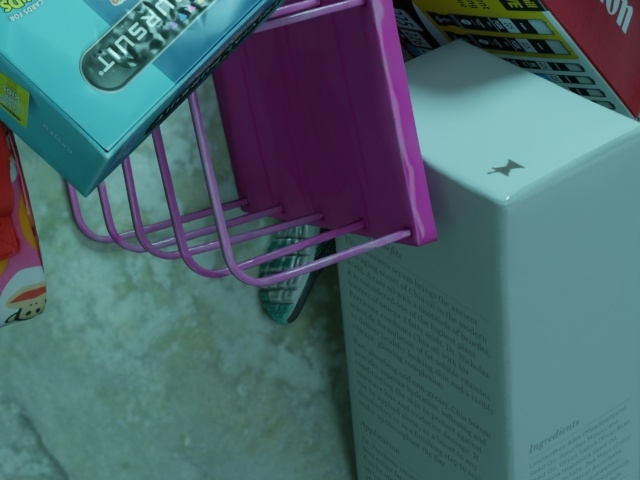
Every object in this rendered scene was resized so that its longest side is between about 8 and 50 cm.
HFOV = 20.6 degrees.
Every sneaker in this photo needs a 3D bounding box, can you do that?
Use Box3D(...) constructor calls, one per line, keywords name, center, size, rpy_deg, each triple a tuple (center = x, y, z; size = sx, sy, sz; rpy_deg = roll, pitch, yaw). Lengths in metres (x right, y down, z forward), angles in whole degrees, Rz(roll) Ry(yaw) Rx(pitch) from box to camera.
Box3D(name="sneaker", center=(0.000, 0.000, 1.594), size=(0.076, 0.065, 0.167), rpy_deg=(20, 86, -37))

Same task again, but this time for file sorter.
Box3D(name="file sorter", center=(-0.077, -0.086, 1.399), size=(0.182, 0.290, 0.202), rpy_deg=(-18, 105, -27))

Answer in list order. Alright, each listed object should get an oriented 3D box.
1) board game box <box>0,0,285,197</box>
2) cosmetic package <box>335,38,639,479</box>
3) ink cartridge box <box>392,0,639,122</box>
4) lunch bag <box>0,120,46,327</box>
Box3D(name="board game box", center=(-0.192, -0.234, 1.183), size=(0.336, 0.079, 0.254), rpy_deg=(43, 63, -1))
Box3D(name="cosmetic package", center=(0.144, 0.085, 1.521), size=(0.161, 0.230, 0.453), rpy_deg=(-26, 129, -28))
Box3D(name="ink cartridge box", center=(0.178, -0.226, 1.498), size=(0.309, 0.271, 0.130), rpy_deg=(37, 69, -52))
Box3D(name="lunch bag", center=(-0.293, -0.069, 1.277), size=(0.120, 0.258, 0.293), rpy_deg=(-21, 106, -30))
